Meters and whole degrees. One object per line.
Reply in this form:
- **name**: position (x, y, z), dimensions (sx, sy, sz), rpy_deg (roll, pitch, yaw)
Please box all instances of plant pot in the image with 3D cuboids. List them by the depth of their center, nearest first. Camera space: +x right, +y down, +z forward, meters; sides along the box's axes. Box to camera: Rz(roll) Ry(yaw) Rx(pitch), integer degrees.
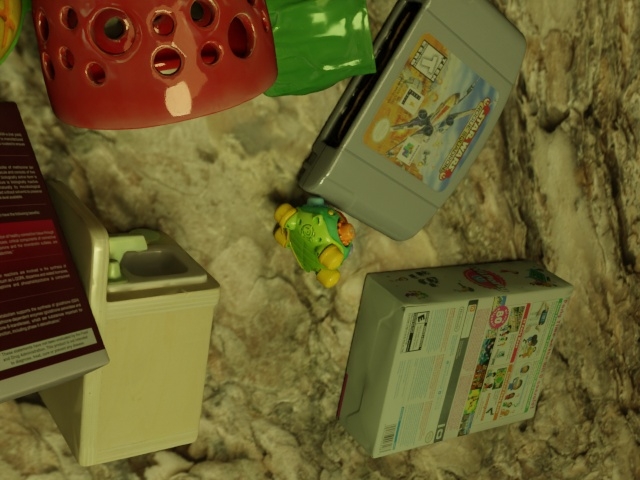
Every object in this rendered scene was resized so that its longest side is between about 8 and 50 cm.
- **plant pot**: position (-0.138, -0.199, 0.682), dimensions (0.191, 0.191, 0.174), rpy_deg (-20, 117, -27)

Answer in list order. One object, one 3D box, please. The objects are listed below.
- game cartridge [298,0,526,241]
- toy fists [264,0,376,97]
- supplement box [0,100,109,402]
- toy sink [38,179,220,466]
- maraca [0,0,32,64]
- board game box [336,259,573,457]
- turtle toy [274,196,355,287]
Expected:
- **game cartridge**: position (0.119, -0.151, 0.999), dimensions (0.198, 0.062, 0.297), rpy_deg (27, 95, -37)
- **toy fists**: position (-0.037, -0.266, 0.778), dimensions (0.142, 0.096, 0.279), rpy_deg (-9, 124, 4)
- **supplement box**: position (-0.271, 0.008, 0.672), dimensions (0.130, 0.073, 0.239), rpy_deg (-10, 78, -64)
- **toy sink**: position (-0.188, 0.069, 0.824), dimensions (0.131, 0.153, 0.234), rpy_deg (-6, 114, -34)
- **maraca**: position (-0.282, -0.195, 0.664), dimensions (0.185, 0.099, 0.127), rpy_deg (-54, 132, -34)
- **board game box**: position (0.187, 0.153, 1.171), dimensions (0.303, 0.097, 0.224), rpy_deg (-3, 115, -33)
- **turtle toy**: position (0.000, 0.000, 0.962), dimensions (0.066, 0.095, 0.130), rpy_deg (-41, 162, -19)
